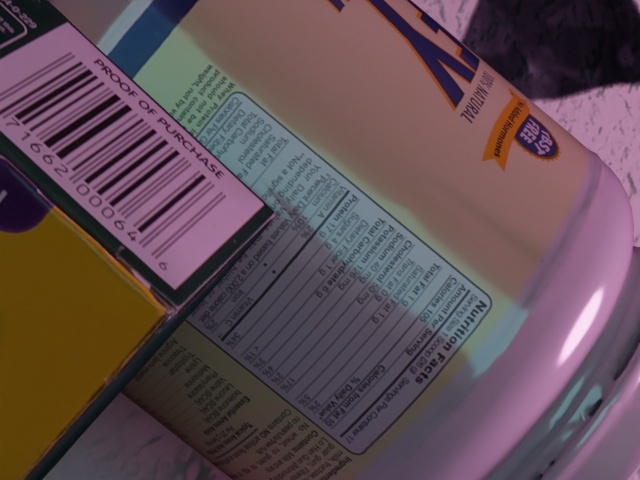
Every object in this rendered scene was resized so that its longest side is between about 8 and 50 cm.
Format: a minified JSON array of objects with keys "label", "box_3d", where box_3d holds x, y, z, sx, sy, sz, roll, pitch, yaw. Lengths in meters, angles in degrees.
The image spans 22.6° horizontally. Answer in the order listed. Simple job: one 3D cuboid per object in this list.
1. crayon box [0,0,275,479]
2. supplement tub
[{"label":"crayon box","box_3d":[-0.254,-0.017,0.658,0.363,0.313,0.106,43,32,0]},{"label":"supplement tub","box_3d":[0.000,0.000,0.778,0.325,0.235,0.235,39,71,-6]}]
